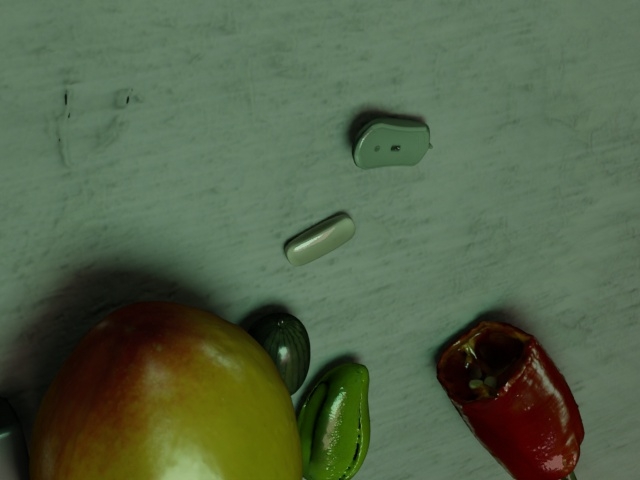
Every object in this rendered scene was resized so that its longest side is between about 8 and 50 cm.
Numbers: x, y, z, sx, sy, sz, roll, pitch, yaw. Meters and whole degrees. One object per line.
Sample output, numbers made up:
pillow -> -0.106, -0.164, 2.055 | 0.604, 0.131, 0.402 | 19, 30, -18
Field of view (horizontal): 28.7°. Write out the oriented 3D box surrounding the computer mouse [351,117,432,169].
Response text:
computer mouse -> 0.074, -0.105, 1.330 | 0.110, 0.032, 0.056 | -2, 124, -38

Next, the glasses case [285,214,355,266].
glasses case -> 0.000, 0.000, 1.369 | 0.083, 0.021, 0.032 | -29, 131, -7

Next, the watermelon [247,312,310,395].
watermelon -> -0.049, 0.127, 1.396 | 0.078, 0.078, 0.110 | -7, 123, -23

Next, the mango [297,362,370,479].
mango -> 0.018, 0.219, 1.498 | 0.091, 0.074, 0.165 | 9, 104, -25

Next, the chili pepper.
chili pepper -> 0.272, 0.239, 1.601 | 0.134, 0.131, 0.338 | -54, 129, -18

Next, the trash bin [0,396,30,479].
trash bin -> -0.375, 0.297, 1.302 | 0.177, 0.101, 0.236 | -13, 113, -22

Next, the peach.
peach -> -0.160, 0.210, 1.274 | 0.289, 0.289, 0.307 | -26, 100, -9
